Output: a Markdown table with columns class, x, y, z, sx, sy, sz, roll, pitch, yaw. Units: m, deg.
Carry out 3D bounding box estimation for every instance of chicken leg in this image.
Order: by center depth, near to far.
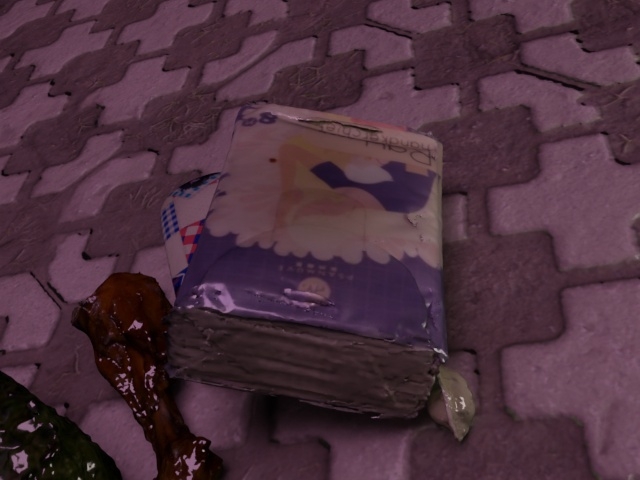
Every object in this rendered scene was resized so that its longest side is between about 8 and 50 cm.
| class | x | y | z | sx | sy | sz | roll | pitch | yaw |
| --- | --- | --- | --- | --- | --- | --- | --- | --- | --- |
| chicken leg | -0.178 | 0.155 | 0.796 | 0.113 | 0.093 | 0.304 | -45 | 49 | 15 |

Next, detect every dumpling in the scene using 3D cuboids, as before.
| class | x | y | z | sx | sy | sz | roll | pitch | yaw |
| --- | --- | --- | --- | --- | --- | --- | --- | --- | --- |
| dumpling | 0.115 | 0.140 | 0.687 | 0.043 | 0.059 | 0.077 | -9 | 39 | 31 |

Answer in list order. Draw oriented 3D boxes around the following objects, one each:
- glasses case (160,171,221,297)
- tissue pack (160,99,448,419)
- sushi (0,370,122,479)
| class | x | y | z | sx | sy | sz | roll | pitch | yaw |
| --- | --- | --- | --- | --- | --- | --- | --- | --- | --- |
| glasses case | -0.115 | 0.026 | 0.897 | 0.125 | 0.076 | 0.327 | -24 | 42 | -1 |
| tissue pack | 0.000 | 0.000 | 0.776 | 0.242 | 0.125 | 0.344 | 9 | 40 | 0 |
| sushi | -0.361 | 0.258 | 0.695 | 0.351 | 0.178 | 0.294 | 23 | 62 | 36 |
